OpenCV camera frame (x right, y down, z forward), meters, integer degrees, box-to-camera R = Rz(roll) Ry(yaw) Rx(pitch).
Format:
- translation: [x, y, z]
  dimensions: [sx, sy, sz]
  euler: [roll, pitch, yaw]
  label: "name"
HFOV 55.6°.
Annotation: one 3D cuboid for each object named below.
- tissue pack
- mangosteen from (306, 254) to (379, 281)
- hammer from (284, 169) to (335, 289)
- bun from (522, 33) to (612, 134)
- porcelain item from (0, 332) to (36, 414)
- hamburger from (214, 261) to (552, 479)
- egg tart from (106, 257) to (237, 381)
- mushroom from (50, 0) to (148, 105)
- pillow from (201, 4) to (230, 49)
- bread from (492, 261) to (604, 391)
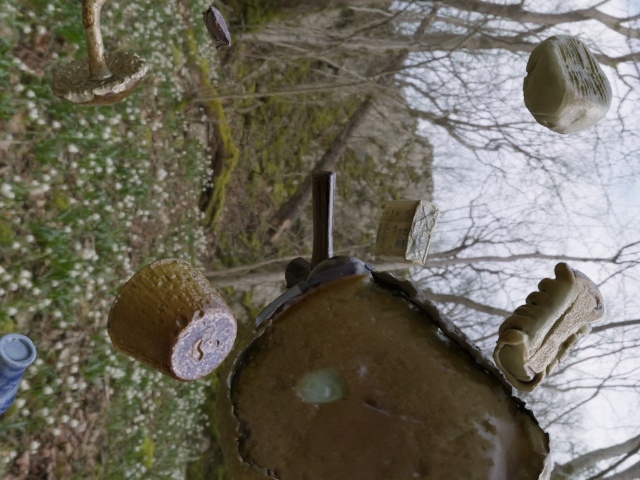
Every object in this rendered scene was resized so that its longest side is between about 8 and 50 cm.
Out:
- translation: [0.248, -0.026, 1.792]
  dimensions: [0.222, 0.090, 0.186]
  euler: [-179, -75, -71]
  label: "tissue pack"
- translation: [0.051, 0.133, 1.343]
  dimensions: [0.210, 0.210, 0.209]
  euler: [7, -82, 53]
  label: "mangosteen"
- translation: [0.000, 0.000, 1.617]
  dimensions: [0.242, 0.095, 0.408]
  euler: [27, -49, 39]
  label: "hammer"
- translation: [0.461, -0.297, 1.172]
  dimensions: [0.128, 0.179, 0.193]
  euler: [-36, -123, 51]
  label: "bun"
- translation: [-0.762, 0.321, 1.412]
  dimensions: [0.259, 0.141, 0.141]
  euler: [-45, -124, 25]
  label: "porcelain item"
- translation: [0.046, 0.187, 0.605]
  dimensions: [0.318, 0.277, 0.195]
  euler: [52, -15, 34]
  label: "hamburger"
- translation: [-0.246, 0.147, 1.044]
  dimensions: [0.147, 0.203, 0.202]
  euler: [31, -62, 37]
  label: "egg tart"
- translation: [-0.539, -0.472, 1.455]
  dimensions: [0.208, 0.233, 0.301]
  euler: [-129, -145, -82]
  label: "mushroom"
- translation: [-0.287, -0.586, 1.674]
  dimensions: [0.118, 0.043, 0.185]
  euler: [65, -9, -23]
  label: "pillow"
- translation: [0.383, 0.143, 1.037]
  dimensions: [0.225, 0.134, 0.081]
  euler: [-44, -154, -6]
  label: "bread"
